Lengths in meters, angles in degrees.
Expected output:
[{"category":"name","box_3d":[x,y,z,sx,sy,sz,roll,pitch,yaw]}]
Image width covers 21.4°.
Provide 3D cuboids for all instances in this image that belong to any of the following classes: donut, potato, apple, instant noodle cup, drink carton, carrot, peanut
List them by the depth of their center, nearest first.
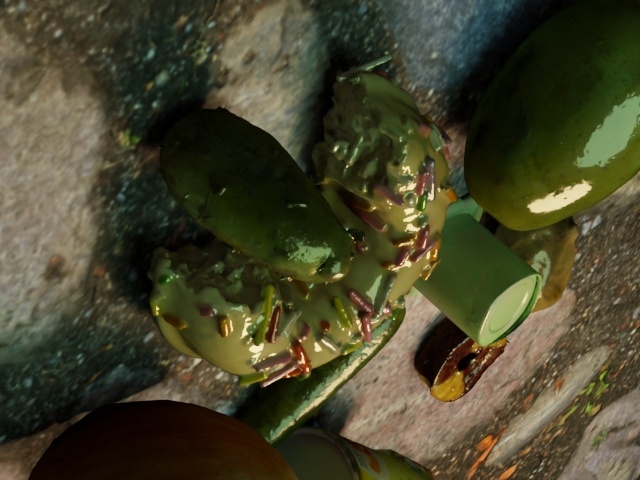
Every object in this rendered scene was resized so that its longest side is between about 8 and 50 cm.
[{"category":"potato","box_3d":[-0.060,-0.039,1.639,0.117,0.225,0.090,-52,-179,-23]},{"category":"apple","box_3d":[-0.164,0.285,1.815,0.346,0.254,0.179,-3,114,-37]},{"category":"donut","box_3d":[-0.004,0.009,1.821,0.371,0.150,0.307,-44,150,-8]},{"category":"potato","box_3d":[0.297,-0.146,1.975,0.304,0.216,0.216,-52,150,2]},{"category":"carrot","box_3d":[-0.033,0.194,2.084,0.358,0.074,0.074,-46,150,0]},{"category":"drink carton","box_3d":[0.190,0.047,2.125,0.144,0.142,0.146,-26,146,-31]},{"category":"instant noodle cup","box_3d":[0.006,0.365,2.173,0.264,0.264,0.200,-49,142,2]},{"category":"peanut","box_3d":[0.279,0.019,2.224,0.140,0.109,0.159,0,108,-60]},{"category":"donut","box_3d":[0.192,0.158,2.337,0.140,0.059,0.140,-32,147,-24]}]
